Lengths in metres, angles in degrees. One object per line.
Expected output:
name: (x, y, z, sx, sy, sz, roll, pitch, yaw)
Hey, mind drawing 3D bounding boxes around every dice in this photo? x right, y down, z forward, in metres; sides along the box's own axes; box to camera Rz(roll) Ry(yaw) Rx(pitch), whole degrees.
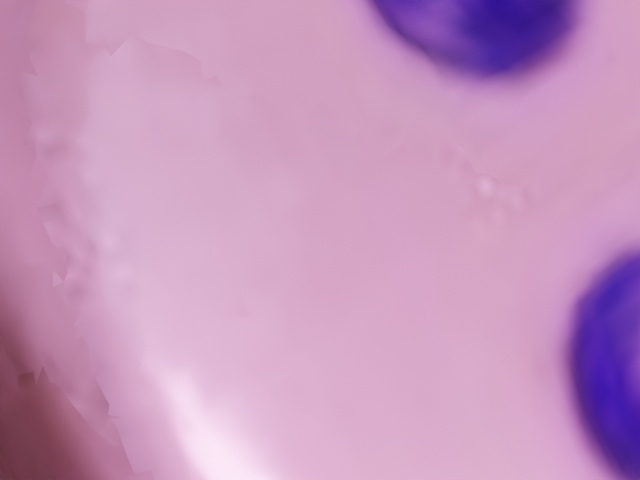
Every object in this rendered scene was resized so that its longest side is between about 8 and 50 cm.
dice: (0.000, 0.000, 0.503, 0.304, 0.277, 0.304, -30, 97, -32)
